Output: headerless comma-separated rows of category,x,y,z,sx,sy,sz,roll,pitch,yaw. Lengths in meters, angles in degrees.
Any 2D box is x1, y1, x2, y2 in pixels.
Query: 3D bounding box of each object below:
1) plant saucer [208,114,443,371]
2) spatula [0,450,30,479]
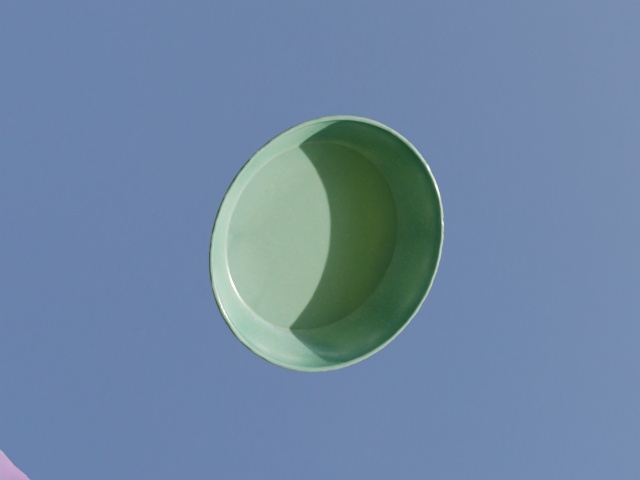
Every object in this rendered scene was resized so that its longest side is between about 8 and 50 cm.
plant saucer,0.000,0.000,0.812,0.119,0.021,0.119,-8,-72,-26
spatula,-0.165,-0.006,0.292,0.296,0.084,0.030,28,-63,14
